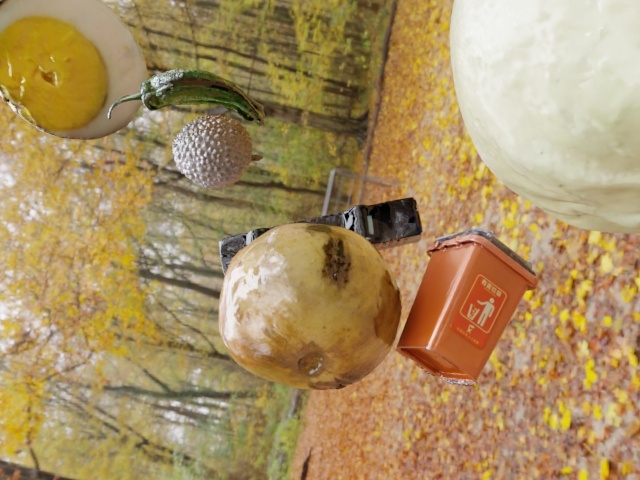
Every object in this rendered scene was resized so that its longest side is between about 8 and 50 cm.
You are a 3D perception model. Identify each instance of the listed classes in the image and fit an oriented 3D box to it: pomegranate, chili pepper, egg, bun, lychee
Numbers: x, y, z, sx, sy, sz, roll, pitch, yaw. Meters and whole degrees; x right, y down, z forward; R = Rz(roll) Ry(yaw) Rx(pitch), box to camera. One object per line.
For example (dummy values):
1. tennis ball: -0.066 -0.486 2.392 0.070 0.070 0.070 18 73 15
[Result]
1. pomegranate: -0.017 0.112 1.064 0.322 0.322 0.322 -168 90 -88
2. chili pepper: -0.221 -0.252 1.065 0.122 0.278 0.065 118 148 -49
3. egg: -0.554 -0.401 1.358 0.201 0.336 0.337 -122 40 -59
4. bun: 0.286 -0.138 0.452 0.364 0.364 0.202 104 165 -45
5. lychee: -0.218 -0.187 1.313 0.165 0.197 0.165 -26 57 47

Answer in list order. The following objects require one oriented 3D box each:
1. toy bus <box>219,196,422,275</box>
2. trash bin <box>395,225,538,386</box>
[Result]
1. toy bus: 0.000 0.000 1.240 0.092 0.408 0.093 53 -153 -73
2. trash bin: 0.236 0.114 1.058 0.239 0.161 0.184 -60 15 -18
